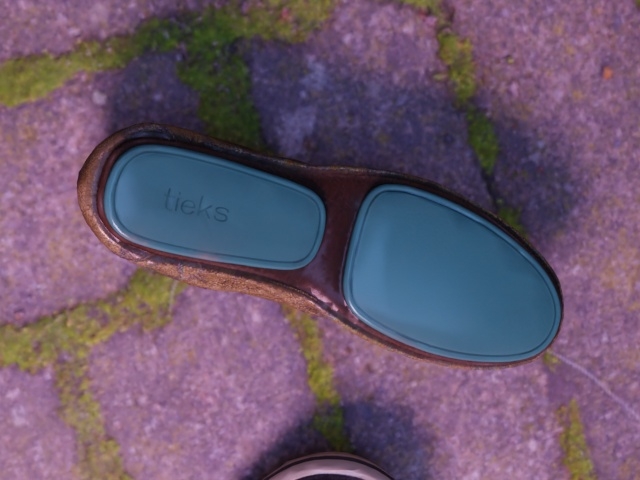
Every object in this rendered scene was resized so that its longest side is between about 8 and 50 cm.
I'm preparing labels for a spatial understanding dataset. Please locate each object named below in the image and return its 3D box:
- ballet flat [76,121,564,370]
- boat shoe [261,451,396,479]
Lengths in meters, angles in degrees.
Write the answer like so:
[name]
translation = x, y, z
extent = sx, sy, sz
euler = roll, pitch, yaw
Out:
[ballet flat]
translation = 0.000, 0.000, 1.049
extent = 0.349, 0.123, 0.123
euler = 17, 95, -18
[boat shoe]
translation = -0.069, 0.386, 1.078
extent = 0.187, 0.156, 0.500
euler = 29, 91, -14
